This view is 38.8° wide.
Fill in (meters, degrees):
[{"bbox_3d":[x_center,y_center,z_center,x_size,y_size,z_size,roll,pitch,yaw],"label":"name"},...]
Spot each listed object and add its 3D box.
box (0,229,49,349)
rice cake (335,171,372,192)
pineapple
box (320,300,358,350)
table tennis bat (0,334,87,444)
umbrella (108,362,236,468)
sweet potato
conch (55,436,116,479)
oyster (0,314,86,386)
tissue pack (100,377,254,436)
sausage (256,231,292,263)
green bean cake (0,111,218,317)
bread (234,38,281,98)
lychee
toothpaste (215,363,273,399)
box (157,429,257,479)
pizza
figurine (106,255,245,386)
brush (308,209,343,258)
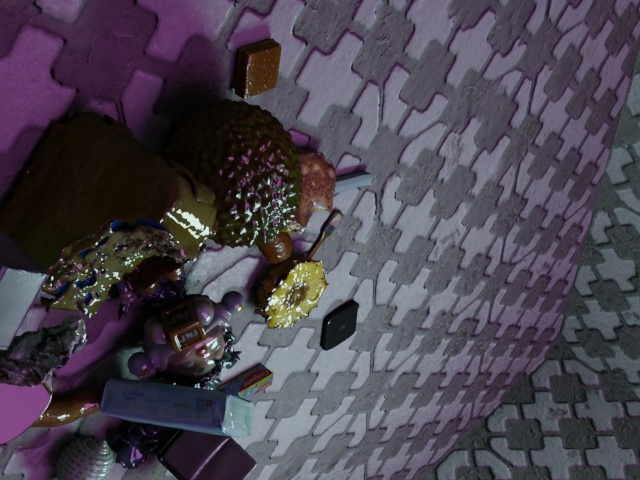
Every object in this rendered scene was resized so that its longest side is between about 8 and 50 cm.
[{"bbox_3d":[-0.512,0.041,1.311,0.129,0.225,0.086,-59,150,7],"label":"box"},{"bbox_3d":[0.059,-0.133,2.142,0.180,0.030,0.042,-16,128,-47],"label":"rice cake"},{"bbox_3d":[-0.075,0.115,2.157,0.225,0.076,0.224,-32,141,-31],"label":"pineapple"},{"bbox_3d":[0.052,0.233,2.513,0.126,0.027,0.125,-29,139,-35],"label":"box"},{"bbox_3d":[-0.536,0.256,1.662,0.274,0.021,0.154,-45,128,-29],"label":"table tennis bat"},{"bbox_3d":[-0.327,0.367,2.035,0.349,0.094,0.143,-46,173,-5],"label":"umbrella"},{"bbox_3d":[-0.525,0.333,1.755,0.281,0.059,0.067,-8,138,-52],"label":"sweet potato"},{"bbox_3d":[-0.492,0.462,1.892,0.153,0.102,0.135,-28,170,21],"label":"conch"},{"bbox_3d":[-0.499,0.198,1.509,0.199,0.252,0.087,-24,97,-27],"label":"oyster"},{"bbox_3d":[-0.283,0.334,1.827,0.177,0.263,0.089,51,47,-69],"label":"tissue pack"},{"bbox_3d":[-0.146,-0.026,1.912,0.103,0.076,0.302,-59,150,1],"label":"sausage"},{"bbox_3d":[-0.335,-0.013,1.456,0.310,0.285,0.202,-53,155,1],"label":"green bean cake"},{"bbox_3d":[-0.117,-0.320,1.698,0.090,0.035,0.094,-26,140,-39],"label":"bread"},{"bbox_3d":[-0.157,-0.118,1.622,0.270,0.270,0.320,-22,180,-43],"label":"lychee"},{"bbox_3d":[-0.196,0.376,2.255,0.193,0.070,0.044,-25,137,-41],"label":"toothpaste"},{"bbox_3d":[-0.262,0.500,2.080,0.153,0.188,0.252,-46,177,-14],"label":"box"},{"bbox_3d":[-0.059,-0.103,1.908,0.305,0.086,0.161,-42,116,-54],"label":"pizza"},{"bbox_3d":[-0.273,0.161,1.802,0.261,0.186,0.382,-20,145,-7],"label":"figurine"},{"bbox_3d":[0.000,0.000,2.213,0.170,0.014,0.043,-55,152,4],"label":"brush"}]
